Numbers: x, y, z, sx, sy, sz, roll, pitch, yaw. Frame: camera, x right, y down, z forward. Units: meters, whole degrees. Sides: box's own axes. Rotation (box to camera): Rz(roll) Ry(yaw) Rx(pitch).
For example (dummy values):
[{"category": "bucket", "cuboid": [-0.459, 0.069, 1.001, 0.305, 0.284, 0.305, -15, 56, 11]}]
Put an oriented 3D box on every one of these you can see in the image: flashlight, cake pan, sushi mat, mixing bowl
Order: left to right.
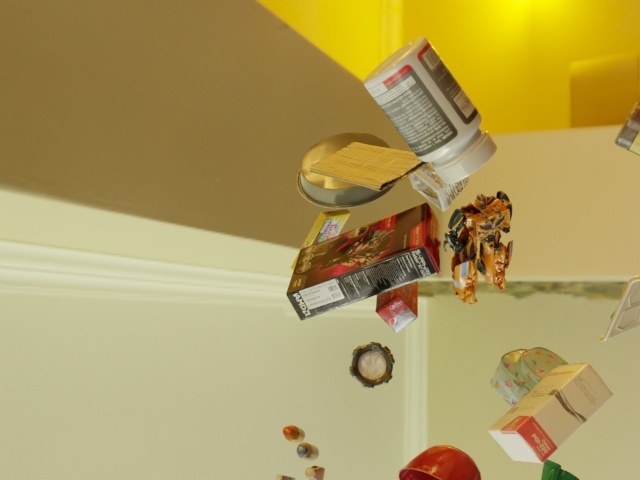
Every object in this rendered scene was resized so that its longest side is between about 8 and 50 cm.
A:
[{"category": "cake pan", "cuboid": [0.074, -0.201, 2.201, 0.293, 0.293, 0.054, -67, -27, -42]}, {"category": "sushi mat", "cuboid": [0.110, -0.179, 1.888, 0.151, 0.316, 0.019, -31, -64, -21]}, {"category": "flashlight", "cuboid": [0.115, 0.285, 1.848, 0.304, 0.103, 0.103, 83, -166, -81]}, {"category": "mixing bowl", "cuboid": [0.261, 0.485, 1.651, 0.098, 0.181, 0.181, -51, -43, -30]}]

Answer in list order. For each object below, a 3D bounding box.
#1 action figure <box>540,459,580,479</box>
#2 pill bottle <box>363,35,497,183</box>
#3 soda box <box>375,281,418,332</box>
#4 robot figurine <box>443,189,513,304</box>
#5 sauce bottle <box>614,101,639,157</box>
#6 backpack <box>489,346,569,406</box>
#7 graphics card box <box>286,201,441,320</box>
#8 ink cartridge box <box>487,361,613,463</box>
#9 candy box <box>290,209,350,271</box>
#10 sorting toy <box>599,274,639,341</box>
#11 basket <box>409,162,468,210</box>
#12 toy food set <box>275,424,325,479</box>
[{"category": "action figure", "cuboid": [0.545, 0.657, 1.921, 0.137, 0.063, 0.232, 32, -116, -12]}, {"category": "pill bottle", "cuboid": [0.234, -0.268, 1.696, 0.283, 0.161, 0.161, 52, -144, -13]}, {"category": "soda box", "cuboid": [0.217, 0.141, 2.276, 0.092, 0.083, 0.263, 47, -158, -17]}, {"category": "robot figurine", "cuboid": [0.409, 0.013, 2.035, 0.211, 0.085, 0.291, -23, -49, -21]}, {"category": "sauce bottle", "cuboid": [0.809, -0.178, 1.721, 0.111, 0.344, 0.111, -55, -14, -22]}, {"category": "backpack", "cuboid": [0.512, 0.339, 1.940, 0.165, 0.188, 0.145, -13, -56, -42]}, {"category": "graphics card box", "cuboid": [0.110, 0.050, 1.986, 0.094, 0.370, 0.233, 60, -159, -22]}, {"category": "ink cartridge box", "cuboid": [0.478, 0.358, 1.685, 0.218, 0.092, 0.158, -39, -4, -15]}, {"category": "candy box", "cuboid": [0.000, 0.000, 2.224, 0.105, 0.027, 0.206, -13, -40, -48]}, {"category": "sorting toy", "cuboid": [0.744, 0.135, 1.877, 0.193, 0.038, 0.208, -14, -45, -32]}, {"category": "basket", "cuboid": [0.288, -0.160, 1.976, 0.103, 0.113, 0.167, -47, -21, -2]}, {"category": "toy food set", "cuboid": [-0.058, 0.569, 1.949, 0.104, 0.111, 0.232, 53, -133, -66]}]
